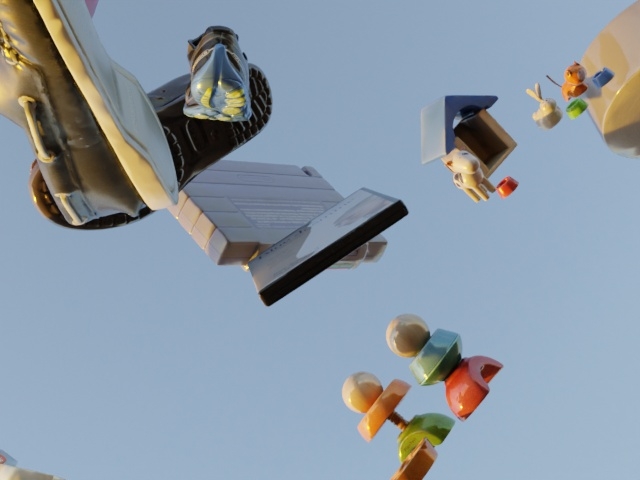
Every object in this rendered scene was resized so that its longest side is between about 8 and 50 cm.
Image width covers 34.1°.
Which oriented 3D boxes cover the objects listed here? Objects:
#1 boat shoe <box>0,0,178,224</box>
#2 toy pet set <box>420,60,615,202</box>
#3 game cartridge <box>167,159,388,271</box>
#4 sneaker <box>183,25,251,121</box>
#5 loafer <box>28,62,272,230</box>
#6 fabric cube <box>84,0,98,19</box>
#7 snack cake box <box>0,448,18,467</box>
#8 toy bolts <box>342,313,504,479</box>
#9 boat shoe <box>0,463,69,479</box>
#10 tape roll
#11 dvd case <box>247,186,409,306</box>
[{"bbox_3d":[-0.180,-0.109,0.670,0.091,0.114,0.302,-18,-42,3],"label":"boat shoe"},{"bbox_3d":[0.121,-0.088,0.732,0.065,0.114,0.122,46,-107,-9],"label":"toy pet set"},{"bbox_3d":[-0.078,-0.040,1.620,0.355,0.230,0.068,0,-49,-47],"label":"game cartridge"},{"bbox_3d":[-0.095,-0.157,0.990,0.067,0.188,0.078,4,-95,-7],"label":"sneaker"},{"bbox_3d":[-0.226,-0.124,1.360,0.366,0.130,0.133,-31,-62,-35],"label":"loafer"},{"bbox_3d":[-0.399,-0.335,1.188,0.254,0.258,0.259,23,-80,2],"label":"fabric cube"},{"bbox_3d":[-0.506,0.262,1.260,0.264,0.089,0.152,32,-49,8],"label":"snack cake box"},{"bbox_3d":[0.111,0.215,1.409,0.158,0.218,0.228,38,-65,7],"label":"toy bolts"},{"bbox_3d":[-0.306,0.343,1.234,0.109,0.091,0.305,7,-24,15],"label":"boat shoe"},{"bbox_3d":[0.391,-0.183,1.125,0.219,0.072,0.219,-14,-31,-8],"label":"tape roll"},{"bbox_3d":[0.000,0.000,1.200,0.180,0.253,0.022,-34,-82,-2],"label":"dvd case"}]
